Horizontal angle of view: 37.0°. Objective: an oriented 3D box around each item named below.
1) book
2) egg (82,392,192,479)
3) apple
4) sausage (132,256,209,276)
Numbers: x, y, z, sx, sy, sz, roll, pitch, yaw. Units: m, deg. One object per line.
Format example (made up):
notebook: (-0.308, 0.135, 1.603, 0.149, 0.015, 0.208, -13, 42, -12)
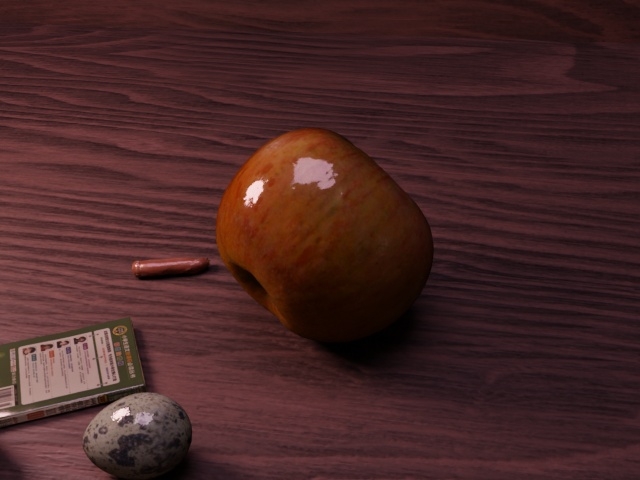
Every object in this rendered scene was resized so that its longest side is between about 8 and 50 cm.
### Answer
book: (-0.453, 0.229, 1.692, 0.264, 0.027, 0.202, -12, 34, -12)
egg: (-0.283, 0.303, 1.476, 0.172, 0.132, 0.132, -10, 33, 8)
apple: (0.000, 0.000, 1.704, 0.333, 0.400, 0.400, -46, 40, 5)
sausage: (-0.303, 0.052, 1.939, 0.158, 0.036, 0.042, -5, 45, -4)
